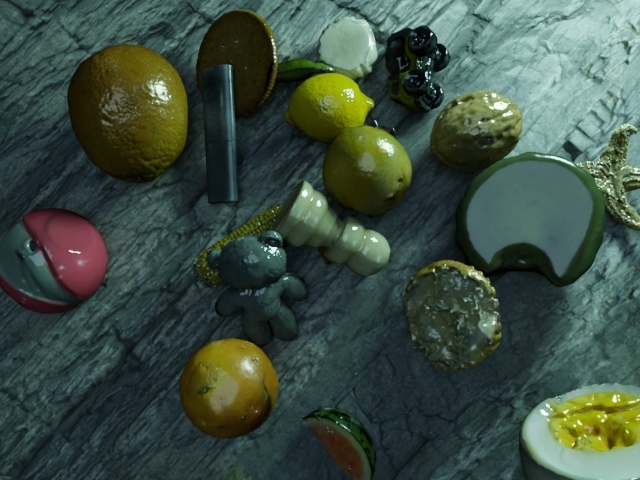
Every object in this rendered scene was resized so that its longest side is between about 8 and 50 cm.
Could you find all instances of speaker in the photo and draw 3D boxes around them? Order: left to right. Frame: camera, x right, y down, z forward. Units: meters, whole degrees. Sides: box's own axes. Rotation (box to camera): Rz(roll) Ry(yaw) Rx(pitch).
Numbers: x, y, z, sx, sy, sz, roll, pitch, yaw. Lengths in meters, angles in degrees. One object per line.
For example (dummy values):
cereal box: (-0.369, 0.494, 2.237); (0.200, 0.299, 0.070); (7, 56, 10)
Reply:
speaker: (-0.753, 0.060, 1.529); (0.294, 0.294, 0.294); (-1, 82, 8)

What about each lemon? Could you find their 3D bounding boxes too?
lemon: (0.021, -0.353, 1.475); (0.244, 0.187, 0.186); (-3, 82, 9)

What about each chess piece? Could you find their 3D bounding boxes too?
chess piece: (0.038, -0.009, 1.410); (0.300, 0.167, 0.167); (31, 87, -11)

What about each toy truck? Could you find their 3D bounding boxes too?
toy truck: (0.246, -0.461, 1.492); (0.165, 0.147, 0.224); (5, 85, 32)

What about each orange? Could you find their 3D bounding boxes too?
orange: (-0.511, -0.335, 1.485); (0.322, 0.322, 0.357); (-8, 93, 7)
orange: (-0.228, 0.368, 1.380); (0.246, 0.246, 0.246); (-1, 82, 8)

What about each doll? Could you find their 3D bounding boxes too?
doll: (-0.161, 0.122, 1.428); (0.246, 0.340, 0.158); (-15, 38, 4)

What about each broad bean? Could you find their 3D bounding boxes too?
broad bean: (-0.113, -0.471, 1.544); (0.339, 0.077, 0.061); (0, 106, 27)

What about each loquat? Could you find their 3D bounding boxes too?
loquat: (0.122, -0.184, 1.416); (0.244, 0.244, 0.243); (-1, 82, 8)

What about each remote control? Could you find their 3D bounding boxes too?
remote control: (-0.281, -0.293, 1.539); (0.107, 0.044, 0.377); (-2, 92, 36)

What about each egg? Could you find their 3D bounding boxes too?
egg: (0.645, 0.549, 1.206); (0.355, 0.354, 0.339); (-18, 102, 5)

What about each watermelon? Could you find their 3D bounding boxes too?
watermelon: (0.063, 0.524, 1.421); (0.245, 0.063, 0.119); (45, 109, 6)

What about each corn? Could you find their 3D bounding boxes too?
corn: (-0.209, 0.020, 1.497); (0.318, 0.115, 0.115); (-35, 79, 1)

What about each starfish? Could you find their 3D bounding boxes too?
starfish: (0.729, -0.135, 1.415); (0.302, 0.060, 0.299); (-10, 89, 19)

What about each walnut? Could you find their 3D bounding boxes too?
walnut: (0.399, -0.280, 1.411); (0.245, 0.198, 0.198); (-21, 80, 12)

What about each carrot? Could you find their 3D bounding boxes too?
carrot: (0.000, 0.000, 1.502); (0.048, 0.048, 0.139); (-32, 77, 2)

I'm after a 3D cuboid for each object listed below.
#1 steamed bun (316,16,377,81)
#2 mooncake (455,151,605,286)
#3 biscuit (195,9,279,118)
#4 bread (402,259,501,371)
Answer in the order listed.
steamed bun: (0.073, -0.524, 1.531); (0.183, 0.106, 0.182); (-2, 80, 13)
mooncake: (0.509, -0.047, 1.360); (0.351, 0.187, 0.351); (-1, 88, 18)
biscuit: (-0.237, -0.493, 1.547); (0.305, 0.038, 0.305); (2, 94, 33)
bread: (0.331, 0.181, 1.353); (0.274, 0.149, 0.274); (-2, 88, 46)
